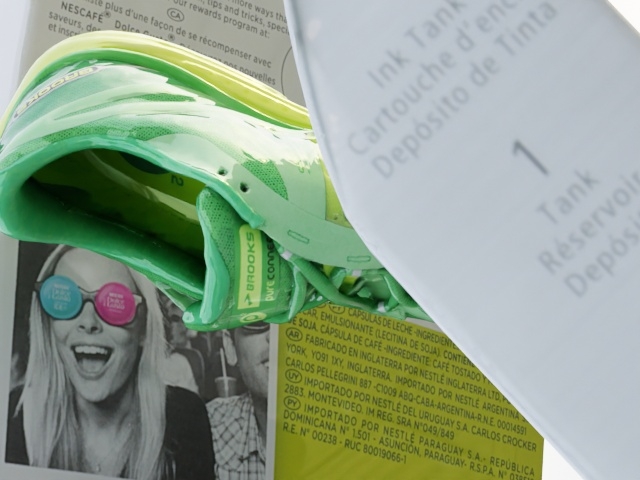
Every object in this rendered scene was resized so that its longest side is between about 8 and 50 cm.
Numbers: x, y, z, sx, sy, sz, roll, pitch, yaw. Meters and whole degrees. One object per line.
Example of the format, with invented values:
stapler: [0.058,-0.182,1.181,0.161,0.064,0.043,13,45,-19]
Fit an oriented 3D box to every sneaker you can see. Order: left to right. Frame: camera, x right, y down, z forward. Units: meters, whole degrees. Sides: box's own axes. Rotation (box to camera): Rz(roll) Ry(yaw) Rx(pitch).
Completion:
sneaker: [0.000,0.000,0.803,0.123,0.296,0.109,-62,-21,-48]

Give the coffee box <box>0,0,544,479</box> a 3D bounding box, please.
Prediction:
coffee box: [-0.097,0.058,1.124,0.338,0.338,0.334,17,-113,-28]

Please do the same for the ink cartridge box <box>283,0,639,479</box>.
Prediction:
ink cartridge box: [0.009,-0.067,0.593,0.091,0.385,0.308,-45,-2,4]
